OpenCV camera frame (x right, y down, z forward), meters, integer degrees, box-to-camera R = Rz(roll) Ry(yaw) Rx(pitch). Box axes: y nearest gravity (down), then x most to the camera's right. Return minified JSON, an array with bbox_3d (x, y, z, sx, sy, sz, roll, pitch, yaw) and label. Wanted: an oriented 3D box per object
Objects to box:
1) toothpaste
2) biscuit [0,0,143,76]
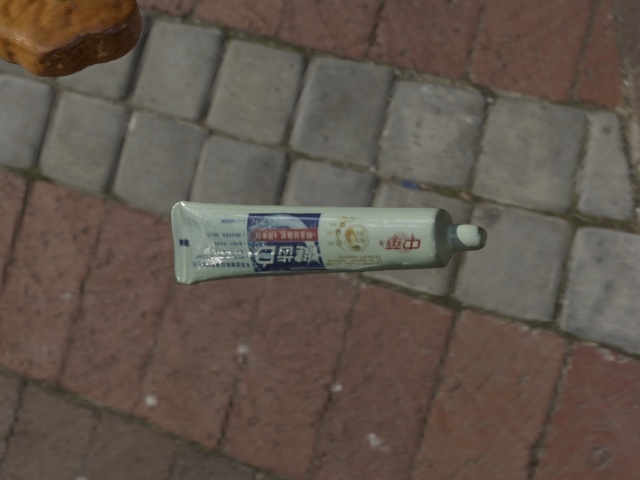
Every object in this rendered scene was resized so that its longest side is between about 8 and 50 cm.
[{"bbox_3d":[0.000,0.000,0.967,0.233,0.038,0.060,-1,104,26],"label":"toothpaste"},{"bbox_3d":[-0.261,-0.208,1.040,0.334,0.047,0.202,11,50,19],"label":"biscuit"}]
